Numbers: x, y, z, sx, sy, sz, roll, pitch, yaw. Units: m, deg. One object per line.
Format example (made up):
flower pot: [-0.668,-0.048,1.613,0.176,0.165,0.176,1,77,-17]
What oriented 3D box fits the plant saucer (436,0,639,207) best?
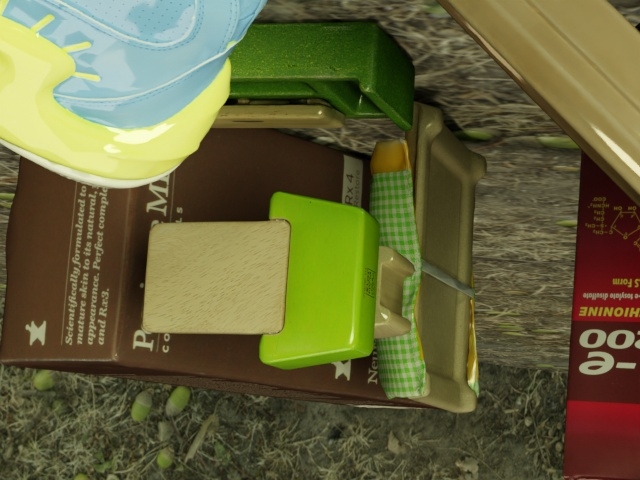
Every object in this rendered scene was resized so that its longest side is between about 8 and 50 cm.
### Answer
plant saucer: [0.116,-0.053,0.587,0.278,0.041,0.278,43,-171,-8]

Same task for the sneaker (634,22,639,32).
sneaker: [0.278,-0.071,0.729,0.286,0.109,0.130,16,176,-22]

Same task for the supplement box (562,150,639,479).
supplement box: [0.224,0.033,0.900,0.130,0.239,0.073,0,169,25]

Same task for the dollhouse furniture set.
dollhouse furniture set: [0.000,0.000,0.940,0.151,0.197,0.301,0,169,19]

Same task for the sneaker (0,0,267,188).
sneaker: [-0.119,-0.112,0.464,0.240,0.091,0.126,25,128,-29]

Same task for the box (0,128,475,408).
box: [-0.047,0.021,1.128,0.143,0.191,0.381,-4,168,44]
